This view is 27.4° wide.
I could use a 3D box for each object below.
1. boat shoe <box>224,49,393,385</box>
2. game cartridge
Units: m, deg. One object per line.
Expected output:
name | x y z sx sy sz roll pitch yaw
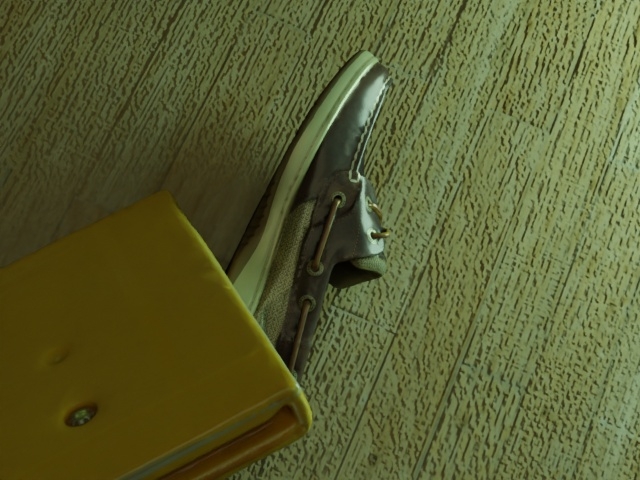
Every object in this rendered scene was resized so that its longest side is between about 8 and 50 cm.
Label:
boat shoe | 0.000 0.000 1.132 0.123 0.123 0.342 26 71 -4
game cartridge | -0.190 0.104 0.993 0.285 0.052 0.323 -27 33 -8
